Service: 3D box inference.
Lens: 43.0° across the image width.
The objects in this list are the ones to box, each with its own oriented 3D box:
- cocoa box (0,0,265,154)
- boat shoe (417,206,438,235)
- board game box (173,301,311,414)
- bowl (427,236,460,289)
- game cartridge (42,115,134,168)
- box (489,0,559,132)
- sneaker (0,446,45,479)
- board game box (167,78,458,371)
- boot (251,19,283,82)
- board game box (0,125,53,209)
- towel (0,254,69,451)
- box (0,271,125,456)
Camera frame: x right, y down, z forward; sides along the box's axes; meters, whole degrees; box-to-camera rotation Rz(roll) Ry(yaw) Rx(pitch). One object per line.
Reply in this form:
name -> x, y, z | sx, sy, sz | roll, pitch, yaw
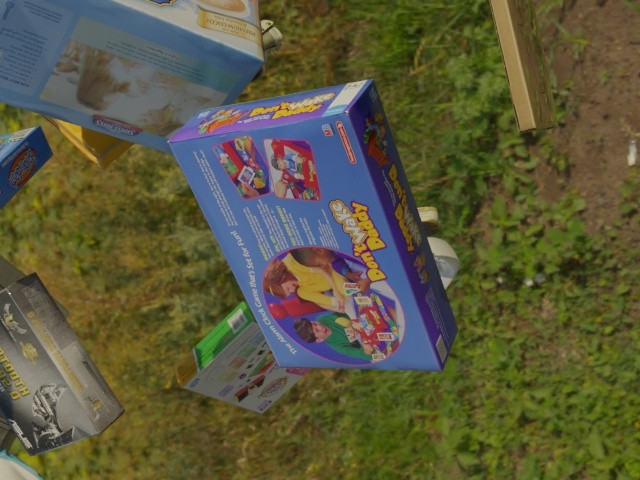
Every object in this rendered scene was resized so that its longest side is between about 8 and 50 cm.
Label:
cocoa box -> -0.281, -0.299, 1.087 | 0.231, 0.347, 0.228 | -44, 43, 40
boat shoe -> 0.133, -0.028, 1.346 | 0.135, 0.045, 0.050 | -5, 137, 24
board game box -> -0.164, 0.295, 1.972 | 0.242, 0.316, 0.064 | -43, 51, 10
bowl -> 0.186, 0.062, 1.507 | 0.142, 0.053, 0.142 | -56, 17, 15
game cartridge -> -0.331, -0.304, 1.349 | 0.285, 0.323, 0.053 | 40, 158, 18
box -> 0.224, -0.221, 0.903 | 0.021, 0.164, 0.201 | -12, 93, 27
sneaker -> -0.236, 0.253, 0.610 | 0.087, 0.092, 0.229 | 14, 121, 34
board game box -> 0.000, 0.000, 0.955 | 0.233, 0.078, 0.347 | -4, 124, 30
boot -> -0.128, -0.355, 1.513 | 0.213, 0.165, 0.077 | 14, 129, 48
board game box -> -0.461, -0.072, 1.006 | 0.160, 0.210, 0.047 | -77, -27, -59
towel -> -0.577, 0.202, 1.414 | 0.056, 0.312, 0.324 | 5, 148, 23
box -> -0.399, 0.178, 1.129 | 0.183, 0.056, 0.231 | -23, 101, 37
